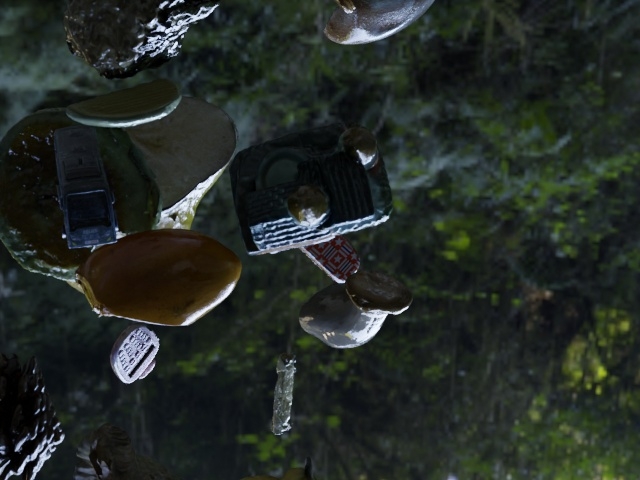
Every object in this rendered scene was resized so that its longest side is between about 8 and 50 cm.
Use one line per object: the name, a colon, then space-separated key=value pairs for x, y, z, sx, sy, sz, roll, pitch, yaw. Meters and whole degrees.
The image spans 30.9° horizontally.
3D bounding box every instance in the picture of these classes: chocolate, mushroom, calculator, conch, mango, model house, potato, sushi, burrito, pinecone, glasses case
chocolate: x=0.139 y=-0.445 z=2.230 sx=0.254 sy=0.157 sz=0.080 roll=-26 pitch=-105 yaw=-33
mushroom: x=0.043 y=0.095 z=1.598 sx=0.088 sy=0.097 sz=0.212 roll=-46 pitch=-176 yaw=-27
calculator: x=-0.332 y=0.203 z=2.077 sx=0.024 sy=0.166 sz=0.103 roll=29 pitch=-111 yaw=20
conch: x=-0.228 y=0.431 z=1.638 sx=0.210 sy=0.352 sz=0.297 roll=6 pitch=155 yaw=-42
mango: x=-0.237 y=0.058 z=1.746 sx=0.252 sy=0.154 sz=0.126 roll=-7 pitch=-170 yaw=-22
model house: x=-0.016 y=-0.082 z=1.755 sx=0.253 sy=0.184 sz=0.291 roll=-12 pitch=-178 yaw=0
potato: x=-0.357 y=-0.070 z=2.250 sx=0.290 sy=0.296 sz=0.397 roll=29 pitch=-129 yaw=15
sushi: x=-0.308 y=-0.423 z=1.992 sx=0.211 sy=0.350 sz=0.171 roll=49 pitch=-142 yaw=6
burrito: x=-0.074 y=0.300 z=2.280 sx=0.041 sy=0.185 sz=0.045 roll=23 pitch=-153 yaw=34
pinecone: x=-0.503 y=0.279 z=1.784 sx=0.201 sy=0.229 sz=0.202 roll=1 pitch=-169 yaw=-34
glasses case: x=0.000 y=0.000 z=2.078 sx=0.073 sy=0.194 sz=0.049 roll=-47 pitch=-144 yaw=-2

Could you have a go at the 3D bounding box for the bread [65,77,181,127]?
bread: x=-0.295 y=-0.209 z=1.849 sx=0.193 sy=0.036 sz=0.112 roll=-24 pitch=-145 yaw=-34

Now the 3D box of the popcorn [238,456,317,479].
popcorn: x=-0.058 y=0.490 z=1.901 sx=0.316 sy=0.281 sz=0.297 roll=18 pitch=-172 yaw=-4

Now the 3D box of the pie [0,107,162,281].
pie: x=-0.415 y=-0.076 z=1.924 sx=0.302 sy=0.302 sz=0.067 roll=1 pitch=-168 yaw=1

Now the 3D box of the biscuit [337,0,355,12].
biscuit: x=-0.010 y=-0.459 z=1.970 sx=0.035 sy=0.162 sz=0.250 roll=-44 pitch=-129 yaw=3

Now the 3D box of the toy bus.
toy bus: x=-0.209 y=-0.050 z=1.020 sx=0.047 sy=0.065 sz=0.166 roll=-8 pitch=-155 yaw=-13
